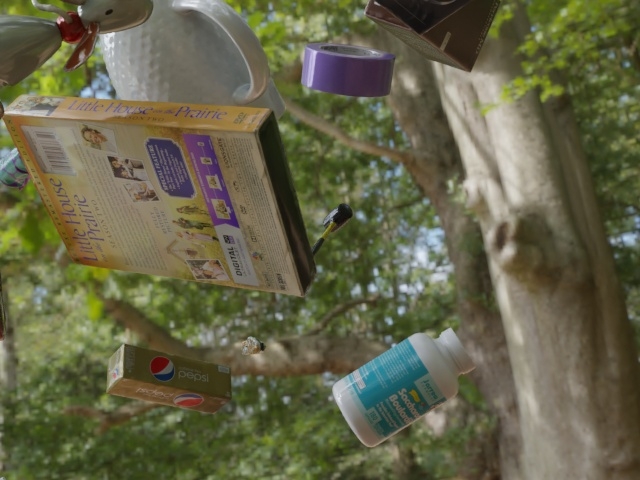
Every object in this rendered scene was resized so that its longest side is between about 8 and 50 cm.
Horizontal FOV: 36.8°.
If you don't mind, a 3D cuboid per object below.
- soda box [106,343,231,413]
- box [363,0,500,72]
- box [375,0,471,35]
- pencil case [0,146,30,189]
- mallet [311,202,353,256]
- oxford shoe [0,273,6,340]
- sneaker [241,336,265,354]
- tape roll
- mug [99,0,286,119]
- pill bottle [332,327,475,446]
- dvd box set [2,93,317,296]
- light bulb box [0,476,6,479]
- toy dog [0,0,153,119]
[{"bbox_3d":[-0.227,0.210,1.445,0.181,0.058,0.061,18,-41,-29],"label":"soda box"},{"bbox_3d":[0.259,-0.520,2.148,0.143,0.191,0.381,25,8,24],"label":"box"},{"bbox_3d":[0.166,-0.560,1.583,0.343,0.179,0.312,28,-43,-36],"label":"box"},{"bbox_3d":[-0.546,-0.146,1.791,0.152,0.070,0.064,-19,24,48],"label":"pencil case"},{"bbox_3d":[0.000,0.000,1.866,0.062,0.039,0.189,-41,9,50],"label":"mallet"},{"bbox_3d":[-0.627,0.084,1.687,0.130,0.123,0.348,-7,15,-18],"label":"oxford shoe"},{"bbox_3d":[-0.112,0.184,1.686,0.037,0.031,0.083,0,-6,-20],"label":"sneaker"},{"bbox_3d":[0.057,-0.355,1.992,0.189,0.080,0.189,6,20,-2],"label":"tape roll"},{"bbox_3d":[-0.232,-0.332,1.787,0.276,0.328,0.374,-41,22,-31],"label":"mug"},{"bbox_3d":[0.166,0.277,1.871,0.264,0.146,0.146,-33,-18,3],"label":"pill bottle"},{"bbox_3d":[-0.232,-0.066,1.412,0.421,0.062,0.307,6,-46,24],"label":"dvd box set"},{"bbox_3d":[-0.756,0.740,1.962,0.358,0.361,0.225,-21,-53,-16],"label":"light bulb box"},{"bbox_3d":[-0.397,-0.284,1.269,0.333,0.220,0.161,-48,-4,-11],"label":"toy dog"}]
